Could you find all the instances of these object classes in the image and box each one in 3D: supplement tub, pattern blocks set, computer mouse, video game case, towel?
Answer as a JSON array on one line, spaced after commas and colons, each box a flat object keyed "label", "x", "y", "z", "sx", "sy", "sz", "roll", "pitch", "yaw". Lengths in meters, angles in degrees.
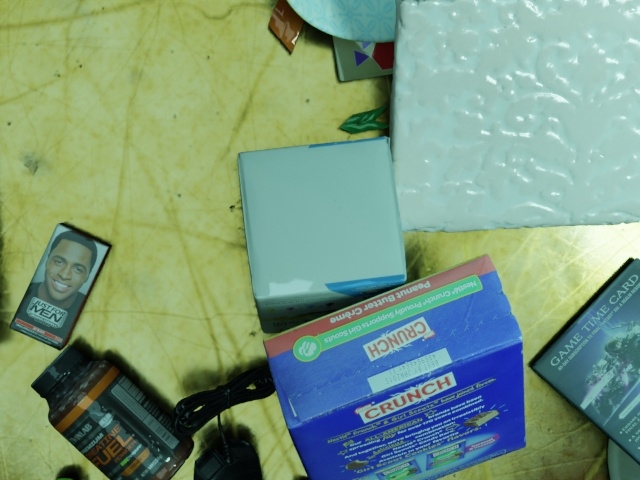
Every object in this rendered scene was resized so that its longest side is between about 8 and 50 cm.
[{"label": "supplement tub", "x": -0.255, "y": 0.217, "z": 1.650, "sx": 0.198, "sy": 0.106, "sz": 0.106, "roll": 43, "pitch": 89, "yaw": -4}, {"label": "pattern blocks set", "x": 0.077, "y": -0.294, "z": 1.685, "sx": 0.285, "sy": 0.026, "sz": 0.324, "roll": -1, "pitch": 92, "yaw": -3}, {"label": "computer mouse", "x": -0.091, "y": 0.283, "z": 1.669, "sx": 0.184, "sy": 0.060, "sz": 0.262, "roll": -28, "pitch": 106, "yaw": -40}, {"label": "video game case", "x": 0.408, "y": 0.161, "z": 1.632, "sx": 0.196, "sy": 0.274, "sz": 0.026, "roll": -46, "pitch": 135, "yaw": -1}, {"label": "towel", "x": 0.243, "y": -0.155, "z": 1.633, "sx": 0.332, "sy": 0.053, "sz": 0.317, "roll": -2, "pitch": 119, "yaw": -3}]

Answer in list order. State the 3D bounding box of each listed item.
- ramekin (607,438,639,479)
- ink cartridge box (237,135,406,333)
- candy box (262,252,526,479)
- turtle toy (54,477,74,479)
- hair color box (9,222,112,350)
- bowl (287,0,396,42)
[{"label": "ramekin", "x": 0.507, "y": 0.274, "z": 1.686, "sx": 0.277, "sy": 0.135, "sz": 0.277, "roll": 0, "pitch": 93, "yaw": -4}, {"label": "ink cartridge box", "x": 0.000, "y": 0.000, "z": 1.577, "sx": 0.171, "sy": 0.232, "sz": 0.168, "roll": -7, "pitch": 77, "yaw": -2}, {"label": "candy box", "x": 0.094, "y": 0.177, "z": 1.563, "sx": 0.268, "sy": 0.317, "sz": 0.122, "roll": -20, "pitch": 61, "yaw": -3}, {"label": "turtle toy", "x": -0.288, "y": 0.345, "z": 1.672, "sx": 0.095, "sy": 0.066, "sz": 0.130, "roll": -36, "pitch": 94, "yaw": -1}, {"label": "hair color box", "x": -0.317, "y": 0.056, "z": 1.668, "sx": 0.072, "sy": 0.043, "sz": 0.141, "roll": 24, "pitch": 90, "yaw": -4}, {"label": "bowl", "x": 0.076, "y": -0.386, "z": 1.572, "sx": 0.289, "sy": 0.289, "sz": 0.156, "roll": -10, "pitch": 50, "yaw": -3}]
